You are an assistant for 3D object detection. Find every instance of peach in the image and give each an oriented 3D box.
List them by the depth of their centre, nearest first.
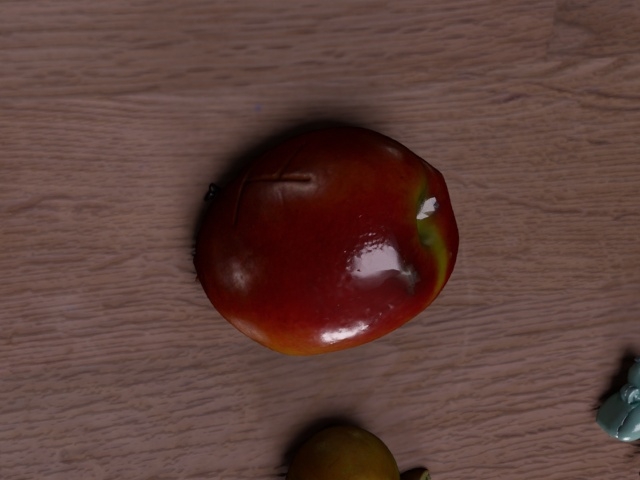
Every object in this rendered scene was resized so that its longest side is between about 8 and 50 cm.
[{"bbox_3d":[0.000,0.000,1.437,0.190,0.226,0.196,0,80,-60],"label":"peach"}]

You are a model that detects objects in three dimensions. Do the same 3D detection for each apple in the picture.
[{"bbox_3d":[0.020,0.234,1.576,0.114,0.102,0.099,-35,126,-5],"label":"apple"}]

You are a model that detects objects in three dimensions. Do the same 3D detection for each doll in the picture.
[{"bbox_3d":[0.369,0.179,1.747,0.158,0.059,0.159,-20,123,-17],"label":"doll"}]

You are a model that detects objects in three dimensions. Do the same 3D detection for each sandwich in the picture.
[{"bbox_3d":[0.083,0.259,1.657,0.083,0.044,0.031,-23,118,-17],"label":"sandwich"}]
